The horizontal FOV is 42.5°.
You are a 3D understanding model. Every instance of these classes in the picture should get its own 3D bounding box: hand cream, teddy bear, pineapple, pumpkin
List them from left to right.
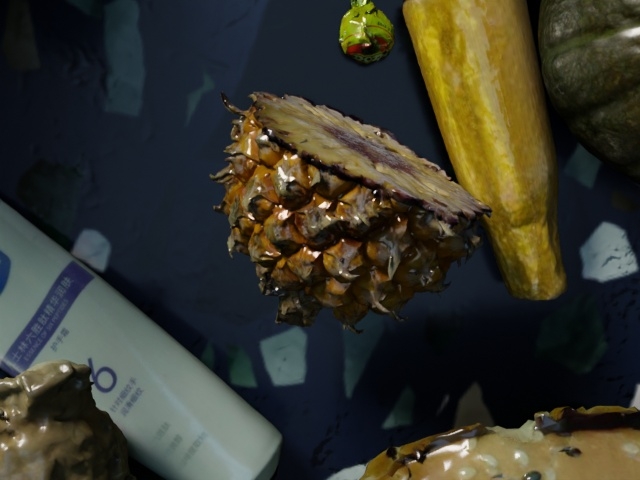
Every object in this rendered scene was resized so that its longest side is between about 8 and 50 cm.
[{"bbox_3d":[-0.249,0.149,0.524,0.256,0.156,0.267,-5,126,-9],"label":"teddy bear"},{"bbox_3d":[-0.166,0.080,0.595,0.321,0.067,0.109,36,98,4],"label":"hand cream"},{"bbox_3d":[0.003,0.000,0.522,0.176,0.161,0.137,29,109,12],"label":"pineapple"},{"bbox_3d":[0.243,-0.128,0.493,0.224,0.157,0.223,0,93,-2],"label":"pumpkin"}]

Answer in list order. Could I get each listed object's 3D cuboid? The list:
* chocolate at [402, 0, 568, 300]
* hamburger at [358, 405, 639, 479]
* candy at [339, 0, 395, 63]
[{"bbox_3d":[0.117,-0.064,0.546,0.086,0.085,0.219,-15,98,3],"label":"chocolate"},{"bbox_3d":[0.171,0.252,0.498,0.318,0.195,0.276,-5,69,-2],"label":"hamburger"},{"bbox_3d":[0.030,-0.182,0.559,0.035,0.035,0.123,-1,88,-42],"label":"candy"}]
